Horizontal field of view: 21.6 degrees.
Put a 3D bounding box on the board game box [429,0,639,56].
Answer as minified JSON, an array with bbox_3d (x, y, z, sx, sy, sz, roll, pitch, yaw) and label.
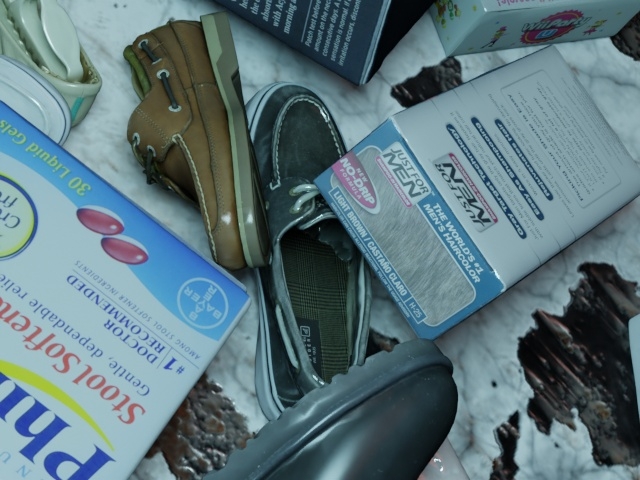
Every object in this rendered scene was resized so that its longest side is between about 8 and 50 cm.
[{"bbox_3d":[0.188,-0.355,1.746,0.224,0.097,0.303,-10,71,-29],"label":"board game box"}]

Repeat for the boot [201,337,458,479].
[{"bbox_3d":[0.070,0.339,1.194,0.367,0.146,0.445,-36,68,-10],"label":"boot"}]

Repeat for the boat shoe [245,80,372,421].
[{"bbox_3d":[0.000,0.000,1.470,0.121,0.119,0.335,3,66,-25],"label":"boat shoe"}]

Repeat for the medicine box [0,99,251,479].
[{"bbox_3d":[-0.246,0.089,1.288,0.263,0.149,0.289,38,55,-6],"label":"medicine box"}]

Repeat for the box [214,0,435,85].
[{"bbox_3d":[-0.033,-0.380,1.511,0.395,0.212,0.293,32,54,11],"label":"box"}]

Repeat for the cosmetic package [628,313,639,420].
[{"bbox_3d":[0.417,0.130,1.599,0.183,0.151,0.152,9,63,-24],"label":"cosmetic package"}]

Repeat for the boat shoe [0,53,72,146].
[{"bbox_3d":[-0.329,-0.126,1.369,0.258,0.084,0.095,18,99,-10],"label":"boat shoe"}]

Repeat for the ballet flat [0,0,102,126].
[{"bbox_3d":[-0.262,-0.214,1.463,0.086,0.086,0.248,-23,78,-33],"label":"ballet flat"}]

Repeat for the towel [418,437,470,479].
[{"bbox_3d":[0.022,0.320,1.334,0.317,0.053,0.332,-24,77,-20],"label":"towel"}]

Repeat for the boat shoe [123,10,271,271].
[{"bbox_3d":[-0.109,-0.077,1.427,0.104,0.111,0.307,-11,39,-3],"label":"boat shoe"}]

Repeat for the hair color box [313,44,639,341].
[{"bbox_3d":[0.155,-0.052,1.509,0.174,0.105,0.347,56,34,4],"label":"hair color box"}]
